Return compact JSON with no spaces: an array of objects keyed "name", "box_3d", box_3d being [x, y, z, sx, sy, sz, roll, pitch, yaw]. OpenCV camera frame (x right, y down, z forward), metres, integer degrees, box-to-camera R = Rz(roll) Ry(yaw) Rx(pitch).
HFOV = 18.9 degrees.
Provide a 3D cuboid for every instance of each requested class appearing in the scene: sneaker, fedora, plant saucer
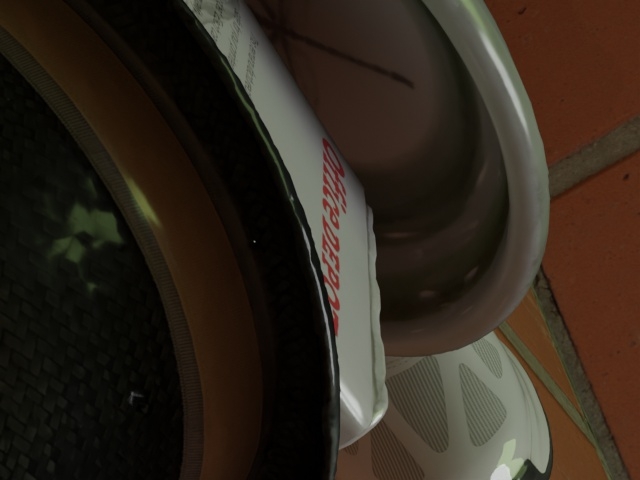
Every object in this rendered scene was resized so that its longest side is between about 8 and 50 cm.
[{"name":"sneaker","box_3d":[-0.001,0.000,1.328,0.447,0.169,0.257,60,-2,47]},{"name":"fedora","box_3d":[-0.160,0.022,0.608,0.152,0.334,0.334,-29,90,-45]},{"name":"plant saucer","box_3d":[-0.019,-0.112,1.137,0.100,0.400,0.400,-46,113,-31]}]

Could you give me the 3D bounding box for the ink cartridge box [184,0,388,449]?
[{"name":"ink cartridge box","box_3d":[-0.139,-0.086,0.912,0.395,0.166,0.285,56,14,-20]}]
